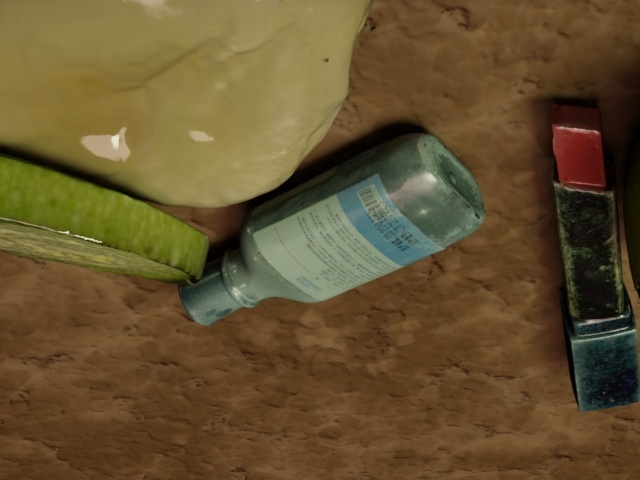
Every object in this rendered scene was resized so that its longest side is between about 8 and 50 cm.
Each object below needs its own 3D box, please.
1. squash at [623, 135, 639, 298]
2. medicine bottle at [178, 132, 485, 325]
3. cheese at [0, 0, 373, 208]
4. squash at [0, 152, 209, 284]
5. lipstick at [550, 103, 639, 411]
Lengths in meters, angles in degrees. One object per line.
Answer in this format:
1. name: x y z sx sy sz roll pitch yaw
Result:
1. squash: 0.259 -0.019 0.713 0.204 0.155 0.237 21 134 -26
2. medicine bottle: 0.000 0.000 0.786 0.208 0.053 0.090 -25 139 26
3. cheese: -0.078 -0.102 0.600 0.235 0.117 0.218 -14 143 17
4. squash: -0.167 -0.017 0.672 0.219 0.041 0.219 12 173 1
5. lipstick: 0.187 0.015 0.828 0.051 0.051 0.312 -9 140 9
